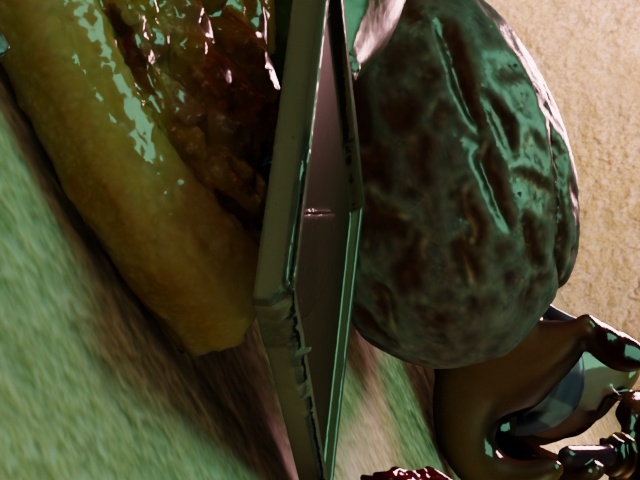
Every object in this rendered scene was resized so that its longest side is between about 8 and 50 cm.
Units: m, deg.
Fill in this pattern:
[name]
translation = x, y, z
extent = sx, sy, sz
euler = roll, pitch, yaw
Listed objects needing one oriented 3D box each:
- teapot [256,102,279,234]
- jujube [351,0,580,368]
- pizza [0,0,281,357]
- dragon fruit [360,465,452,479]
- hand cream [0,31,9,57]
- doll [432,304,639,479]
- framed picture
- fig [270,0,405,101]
[teapot]
translation = -0.028, -0.054, 1.125
extent = 0.177, 0.096, 0.087
euler = -61, 128, -75
[jujube]
translation = 0.087, -0.045, 1.348
extent = 0.246, 0.215, 0.308
euler = 139, -66, -68
[pizza]
translation = -0.104, -0.133, 0.915
extent = 0.278, 0.114, 0.408
euler = 17, 57, -67
[dragon fruit]
translation = 0.072, 0.242, 0.930
extent = 0.261, 0.163, 0.189
euler = -53, 148, -73
[hand cream]
translation = -0.212, -0.186, 0.659
extent = 0.271, 0.058, 0.091
euler = 61, 24, -13
[doll]
translation = 0.222, 0.132, 1.631
extent = 0.340, 0.209, 0.318
euler = 39, 34, -71
[framed picture]
translation = 0.000, 0.000, 0.943
extent = 0.315, 0.024, 0.232
euler = 83, 12, -62
[fig]
translation = -0.031, -0.170, 1.116
extent = 0.195, 0.195, 0.245
euler = 55, 18, -46
